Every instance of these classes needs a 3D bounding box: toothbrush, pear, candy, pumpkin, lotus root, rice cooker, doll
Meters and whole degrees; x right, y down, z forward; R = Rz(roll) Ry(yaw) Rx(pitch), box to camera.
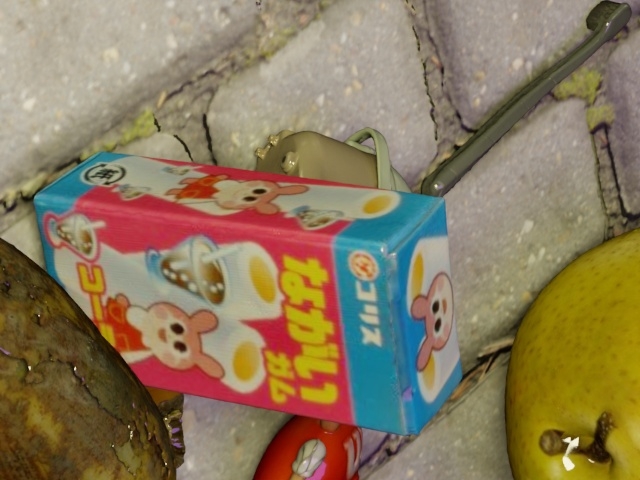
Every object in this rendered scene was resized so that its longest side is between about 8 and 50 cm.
[{"bbox_3d":[0.194,-0.133,1.764,0.297,0.030,0.030,-44,140,-23],"label":"toothbrush"},{"bbox_3d":[0.362,0.154,1.810,0.418,0.362,0.362,-21,119,-44],"label":"pear"},{"bbox_3d":[-0.054,0.034,1.378,0.100,0.305,0.157,-41,131,-49],"label":"candy"},{"bbox_3d":[-0.144,0.164,1.525,0.083,0.054,0.074,-29,128,-40],"label":"pumpkin"},{"bbox_3d":[-0.238,0.116,1.319,0.196,0.179,0.397,-39,135,-3],"label":"lotus root"},{"bbox_3d":[0.000,0.000,1.516,0.127,0.145,0.206,21,48,-27],"label":"rice cooker"},{"bbox_3d":[-0.003,0.183,1.618,0.217,0.085,0.183,-65,170,8],"label":"doll"}]
